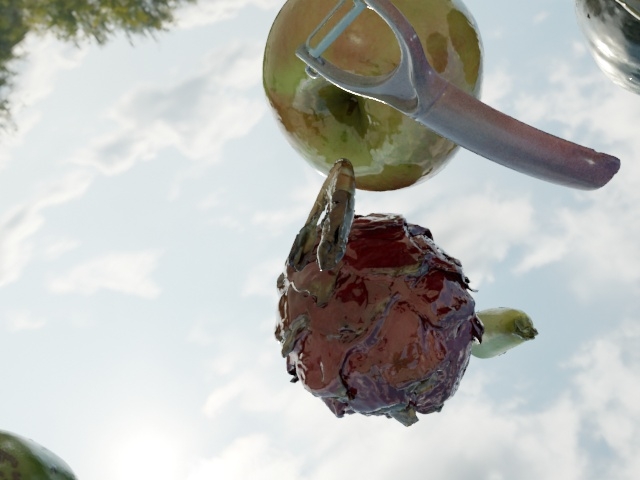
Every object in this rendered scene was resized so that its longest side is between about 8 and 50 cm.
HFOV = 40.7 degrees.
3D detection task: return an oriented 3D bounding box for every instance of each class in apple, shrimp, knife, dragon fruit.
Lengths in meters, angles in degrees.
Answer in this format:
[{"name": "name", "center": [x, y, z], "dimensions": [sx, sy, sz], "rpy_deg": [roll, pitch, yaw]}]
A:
[{"name": "apple", "center": [0.080, -0.233, 1.204], "dimensions": [0.319, 0.319, 0.277], "rpy_deg": [-10, -157, 38]}, {"name": "shrimp", "center": [-0.003, -0.001, 0.982], "dimensions": [0.148, 0.035, 0.195], "rpy_deg": [-53, -162, 38]}, {"name": "knife", "center": [0.116, -0.096, 0.681], "dimensions": [0.123, 0.278, 0.053], "rpy_deg": [-26, -138, 64]}, {"name": "dragon fruit", "center": [0.079, 0.109, 1.292], "dimensions": [0.329, 0.329, 0.329], "rpy_deg": [-26, -150, 16]}]

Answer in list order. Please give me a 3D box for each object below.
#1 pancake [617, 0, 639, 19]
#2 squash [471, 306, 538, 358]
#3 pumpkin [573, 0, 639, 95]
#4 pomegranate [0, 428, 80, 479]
[{"name": "pancake", "center": [0.395, -0.325, 0.917], "dimensions": [0.242, 0.242, 0.050], "rpy_deg": [-46, 179, -20]}, {"name": "squash", "center": [0.326, 0.154, 1.496], "dimensions": [0.075, 0.090, 0.200], "rpy_deg": [-11, 172, -23]}, {"name": "pumpkin", "center": [0.549, -0.421, 1.242], "dimensions": [0.344, 0.454, 0.454], "rpy_deg": [27, -121, 18]}, {"name": "pomegranate", "center": [-0.253, 0.244, 0.674], "dimensions": [0.224, 0.181, 0.181], "rpy_deg": [8, -131, 44]}]
